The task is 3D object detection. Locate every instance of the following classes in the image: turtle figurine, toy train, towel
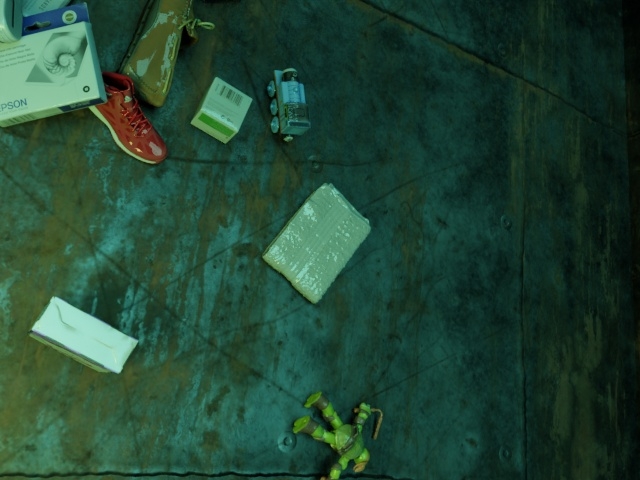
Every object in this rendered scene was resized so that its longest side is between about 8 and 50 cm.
[{"bbox_3d":[0.041,0.472,1.346,0.217,0.087,0.269,43,62,-15],"label":"turtle figurine"},{"bbox_3d":[-0.079,-0.346,1.452,0.080,0.105,0.184,0,79,-30],"label":"toy train"},{"bbox_3d":[0.000,0.000,1.452,0.187,0.049,0.282,44,62,-14],"label":"towel"}]

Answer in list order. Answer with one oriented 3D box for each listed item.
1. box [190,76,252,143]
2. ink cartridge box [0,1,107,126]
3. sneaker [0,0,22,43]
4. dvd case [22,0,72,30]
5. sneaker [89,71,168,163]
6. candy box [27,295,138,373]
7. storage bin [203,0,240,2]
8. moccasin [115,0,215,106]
[{"bbox_3d":[-0.235,-0.306,1.365,0.101,0.087,0.102,28,67,-21],"label":"box"},{"bbox_3d":[-0.562,-0.362,1.158,0.223,0.045,0.224,-14,84,0],"label":"ink cartridge box"},{"bbox_3d":[-0.647,-0.502,1.141,0.091,0.094,0.258,-7,66,1],"label":"sneaker"},{"bbox_3d":[-0.649,-0.574,1.224,0.239,0.029,0.179,33,65,-20],"label":"dvd case"},{"bbox_3d":[-0.408,-0.263,1.233,0.221,0.128,0.087,42,62,-15],"label":"sneaker"},{"bbox_3d":[-0.446,0.180,1.071,0.165,0.196,0.070,34,65,-19],"label":"candy box"},{"bbox_3d":[-0.256,-0.701,1.445,0.122,0.084,0.180,-15,86,-31],"label":"storage bin"},{"bbox_3d":[-0.336,-0.483,1.320,0.147,0.139,0.380,26,65,-29],"label":"moccasin"}]
